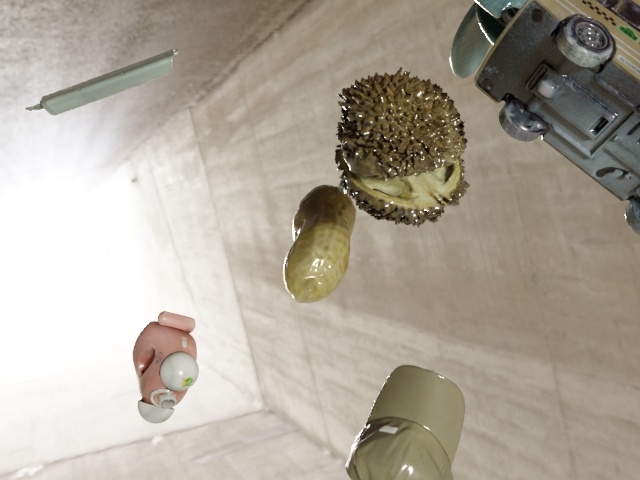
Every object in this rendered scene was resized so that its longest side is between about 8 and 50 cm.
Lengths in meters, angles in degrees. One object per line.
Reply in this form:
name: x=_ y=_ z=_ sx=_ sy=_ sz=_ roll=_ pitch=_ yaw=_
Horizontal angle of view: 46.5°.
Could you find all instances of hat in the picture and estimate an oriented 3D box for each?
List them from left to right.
hat: x=0.127 y=0.291 z=1.118 sx=0.166 sy=0.173 sz=0.144 roll=16 pitch=-151 yaw=19

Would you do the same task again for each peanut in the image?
peanut: x=0.000 y=0.000 z=1.124 sx=0.098 sy=0.103 sz=0.229 roll=3 pitch=-142 yaw=8

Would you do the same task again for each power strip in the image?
power strip: x=-0.337 y=-0.242 z=1.160 sx=0.252 sy=0.027 sz=0.060 roll=-21 pitch=-153 yaw=-3

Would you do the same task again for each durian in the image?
durian: x=0.091 y=-0.114 z=0.895 sx=0.166 sy=0.196 sz=0.196 roll=-9 pitch=-176 yaw=-22

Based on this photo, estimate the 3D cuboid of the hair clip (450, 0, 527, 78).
hair clip: x=0.325 y=-0.417 z=1.083 sx=0.318 sy=0.392 sz=0.238 roll=-47 pitch=-130 yaw=-5

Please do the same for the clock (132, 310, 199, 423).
clock: x=-0.285 y=0.231 z=1.345 sx=0.092 sy=0.162 sz=0.166 roll=18 pitch=125 yaw=-30

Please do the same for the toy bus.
toy bus: x=0.314 y=-0.137 z=0.742 sx=0.157 sy=0.289 sz=0.139 roll=-47 pitch=171 yaw=-33
